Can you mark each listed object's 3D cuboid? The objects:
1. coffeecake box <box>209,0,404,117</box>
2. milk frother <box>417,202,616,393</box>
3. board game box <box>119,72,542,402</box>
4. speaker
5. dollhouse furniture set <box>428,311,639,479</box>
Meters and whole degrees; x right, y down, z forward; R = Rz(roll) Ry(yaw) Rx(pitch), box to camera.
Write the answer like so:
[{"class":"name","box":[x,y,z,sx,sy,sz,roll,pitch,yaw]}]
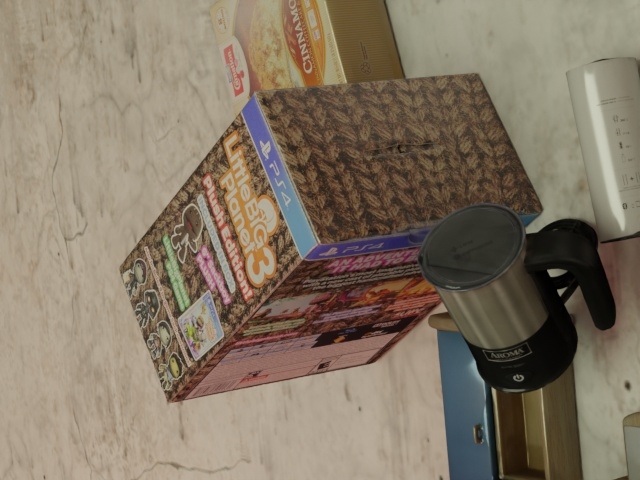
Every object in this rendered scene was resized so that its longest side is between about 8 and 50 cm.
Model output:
[{"class":"coffeecake box","box":[-0.017,-0.184,1.624,0.185,0.068,0.142,-24,78,54]},{"class":"milk frother","box":[0.150,0.016,1.341,0.143,0.129,0.134,-105,-11,-46]},{"class":"board game box","box":[0.000,0.000,1.498,0.291,0.232,0.141,-46,60,47]},{"class":"speaker","box":[0.225,-0.069,1.322,0.055,0.055,0.136,-17,84,54]},{"class":"dollhouse furniture set","box":[0.083,0.177,1.358,0.286,0.303,0.198,0,98,54]}]
